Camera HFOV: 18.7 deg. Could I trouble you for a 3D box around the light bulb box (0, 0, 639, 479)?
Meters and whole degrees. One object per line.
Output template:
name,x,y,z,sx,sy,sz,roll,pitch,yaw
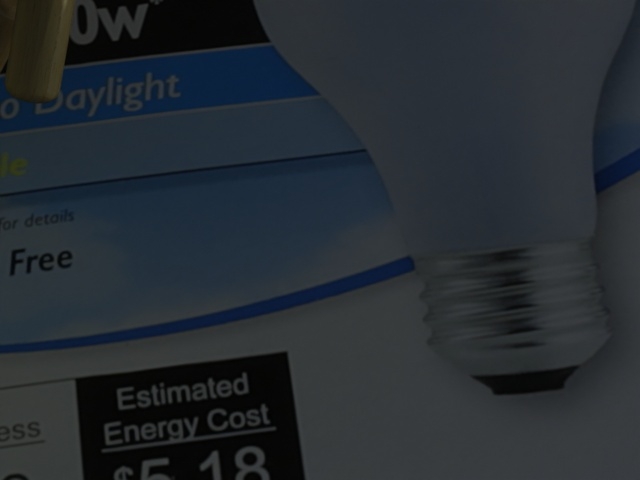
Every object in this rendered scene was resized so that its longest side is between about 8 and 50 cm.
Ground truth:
light bulb box,0.000,0.000,0.766,0.225,0.358,0.361,88,-7,-60

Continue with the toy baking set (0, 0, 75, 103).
toy baking set,-0.116,-0.164,0.613,0.197,0.030,0.256,34,-64,44
